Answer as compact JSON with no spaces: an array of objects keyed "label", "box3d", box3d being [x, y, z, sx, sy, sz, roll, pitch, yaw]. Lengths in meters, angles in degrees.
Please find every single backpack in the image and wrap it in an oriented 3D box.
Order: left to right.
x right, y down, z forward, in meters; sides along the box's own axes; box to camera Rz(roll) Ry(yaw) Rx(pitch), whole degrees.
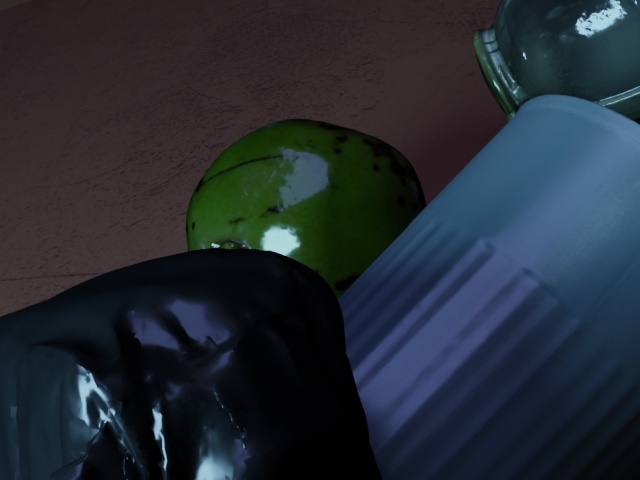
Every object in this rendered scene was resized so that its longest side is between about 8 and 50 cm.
[{"label":"backpack","box3d":[-0.093,0.241,0.858,0.255,0.445,0.363,-18,2,-32]}]

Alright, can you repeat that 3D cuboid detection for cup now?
[{"label":"cup","box3d":[0.124,0.083,1.049,0.311,0.257,0.331,-44,27,-14]}]

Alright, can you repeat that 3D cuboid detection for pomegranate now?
[{"label":"pomegranate","box3d":[0.000,0.000,1.367,0.270,0.254,0.254,-10,15,-41]}]

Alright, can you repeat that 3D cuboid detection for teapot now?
[{"label":"teapot","box3d":[0.308,-0.182,1.510,0.239,0.321,0.239,-30,-15,23]}]
